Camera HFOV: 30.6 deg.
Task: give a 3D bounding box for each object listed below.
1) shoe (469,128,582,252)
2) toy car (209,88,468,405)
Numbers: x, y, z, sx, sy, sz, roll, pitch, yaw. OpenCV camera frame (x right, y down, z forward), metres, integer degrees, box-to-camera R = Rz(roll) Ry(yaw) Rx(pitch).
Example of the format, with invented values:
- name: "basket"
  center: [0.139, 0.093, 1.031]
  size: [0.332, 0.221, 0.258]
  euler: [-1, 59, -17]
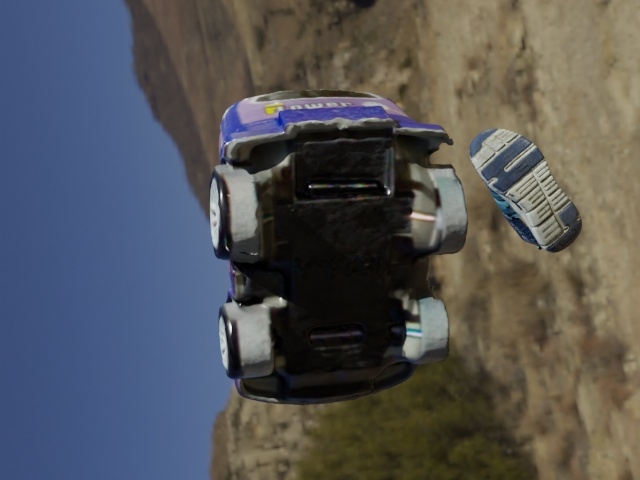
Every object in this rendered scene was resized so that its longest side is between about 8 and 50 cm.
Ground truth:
- name: "shoe"
  center: [0.201, -0.051, 1.175]
  size: [0.143, 0.064, 0.071]
  euler: [50, 169, -7]
- name: "toy car"
  center: [0.000, 0.000, 0.869]
  size: [0.158, 0.172, 0.235]
  euler: [-114, 23, -60]
